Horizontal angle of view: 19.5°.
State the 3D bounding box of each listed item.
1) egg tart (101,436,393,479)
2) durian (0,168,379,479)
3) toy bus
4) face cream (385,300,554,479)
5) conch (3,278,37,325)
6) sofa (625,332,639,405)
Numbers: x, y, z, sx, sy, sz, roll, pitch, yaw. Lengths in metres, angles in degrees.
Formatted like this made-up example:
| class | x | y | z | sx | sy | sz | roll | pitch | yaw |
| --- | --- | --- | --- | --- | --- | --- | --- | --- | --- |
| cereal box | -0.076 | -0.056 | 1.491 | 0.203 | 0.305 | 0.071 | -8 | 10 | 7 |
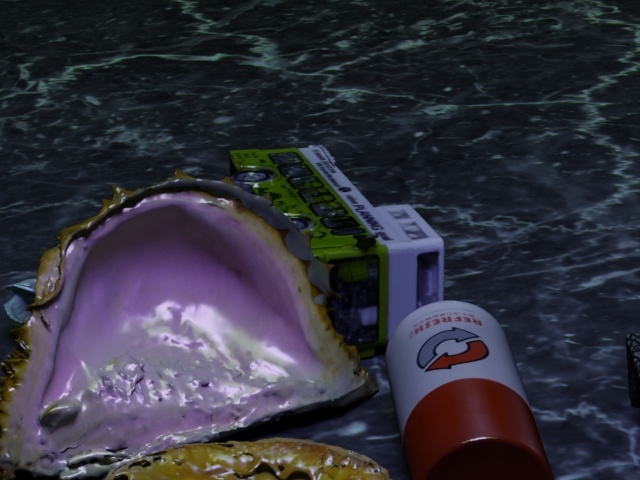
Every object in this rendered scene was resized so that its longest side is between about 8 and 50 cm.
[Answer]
| class | x | y | z | sx | sy | sz | roll | pitch | yaw |
| --- | --- | --- | --- | --- | --- | --- | --- | --- | --- |
| egg tart | -0.044 | 0.202 | 1.157 | 0.234 | 0.094 | 0.234 | -3 | 19 | 1 |
| durian | -0.115 | 0.047 | 1.426 | 0.305 | 0.195 | 0.185 | -10 | 17 | -11 |
| toy bus | 0.000 | 0.000 | 1.630 | 0.139 | 0.113 | 0.301 | -5 | 21 | -14 |
| face cream | 0.103 | 0.129 | 1.311 | 0.096 | 0.096 | 0.214 | -4 | 23 | -2 |
| conch | -0.223 | 0.054 | 1.592 | 0.085 | 0.056 | 0.076 | -20 | 40 | 11 |
| sofa | 0.253 | 0.117 | 1.367 | 0.039 | 0.060 | 0.118 | -8 | 23 | 4 |
